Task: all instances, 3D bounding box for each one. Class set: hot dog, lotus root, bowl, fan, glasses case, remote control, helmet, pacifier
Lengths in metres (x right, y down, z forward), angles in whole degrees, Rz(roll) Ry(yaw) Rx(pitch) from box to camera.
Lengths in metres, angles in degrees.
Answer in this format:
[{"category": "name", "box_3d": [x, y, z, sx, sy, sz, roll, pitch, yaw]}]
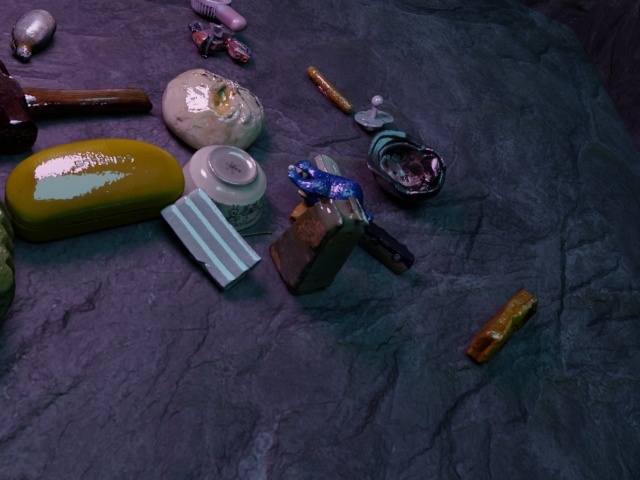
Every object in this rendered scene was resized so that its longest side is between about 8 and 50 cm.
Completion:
[{"category": "hot dog", "box_3d": [0.029, -0.509, 1.812, 0.215, 0.047, 0.066, 46, 11, 6]}, {"category": "lotus root", "box_3d": [-0.738, -0.531, 1.365, 0.088, 0.088, 0.165, 25, 58, -12]}, {"category": "bowl", "box_3d": [-0.237, -0.151, 1.343, 0.238, 0.126, 0.237, 15, 51, -18]}, {"category": "fan", "box_3d": [-0.324, -0.750, 1.734, 0.130, 0.074, 0.244, -20, 54, -43]}, {"category": "glasses case", "box_3d": [-0.485, -0.126, 1.168, 0.371, 0.141, 0.173, -17, 66, -38]}, {"category": "remote control", "box_3d": [0.049, -0.142, 1.537, 0.098, 0.038, 0.233, 25, 40, -55]}, {"category": "helmet", "box_3d": [0.261, -0.215, 1.662, 0.253, 0.154, 0.198, 18, 68, 6]}, {"category": "pacifier", "box_3d": [0.180, -0.436, 1.803, 0.150, 0.116, 0.127, -24, 46, -36]}]

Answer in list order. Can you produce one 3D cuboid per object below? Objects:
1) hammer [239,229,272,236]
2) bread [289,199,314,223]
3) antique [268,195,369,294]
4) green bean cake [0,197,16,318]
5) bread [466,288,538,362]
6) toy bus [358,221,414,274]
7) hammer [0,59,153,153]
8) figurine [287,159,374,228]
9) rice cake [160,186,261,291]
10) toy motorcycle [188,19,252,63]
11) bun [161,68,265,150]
[{"category": "hammer", "box_3d": [-0.177, -0.016, 1.353, 0.123, 0.014, 0.029, -8, 71, -37]}, {"category": "bread", "box_3d": [-0.026, -0.078, 1.456, 0.074, 0.053, 0.132, 42, 47, 3]}, {"category": "antique", "box_3d": [0.000, 0.000, 1.257, 0.125, 0.284, 0.150, -10, 64, -35]}, {"category": "green bean cake", "box_3d": [-0.657, 0.035, 0.933, 0.222, 0.125, 0.248, -16, 68, -21]}, {"category": "bread", "box_3d": [0.514, 0.234, 1.484, 0.077, 0.139, 0.271, 44, 44, 19]}, {"category": "toy bus", "box_3d": [0.181, 0.022, 1.490, 0.172, 0.072, 0.057, 38, 48, -2]}, {"category": "hammer", "box_3d": [-0.610, -0.345, 1.296, 0.409, 0.095, 0.242, -16, 66, -40]}, {"category": "figurine", "box_3d": [0.029, -0.125, 1.375, 0.262, 0.164, 0.120, 41, 90, 0]}, {"category": "rice cake", "box_3d": [-0.254, -0.004, 1.232, 0.127, 0.043, 0.237, -38, 89, -11]}, {"category": "toy motorcycle", "box_3d": [-0.315, -0.613, 1.668, 0.213, 0.084, 0.118, 19, 41, -23]}, {"category": "bun", "box_3d": [-0.286, -0.366, 1.457, 0.287, 0.146, 0.287, 15, 49, -17]}]
